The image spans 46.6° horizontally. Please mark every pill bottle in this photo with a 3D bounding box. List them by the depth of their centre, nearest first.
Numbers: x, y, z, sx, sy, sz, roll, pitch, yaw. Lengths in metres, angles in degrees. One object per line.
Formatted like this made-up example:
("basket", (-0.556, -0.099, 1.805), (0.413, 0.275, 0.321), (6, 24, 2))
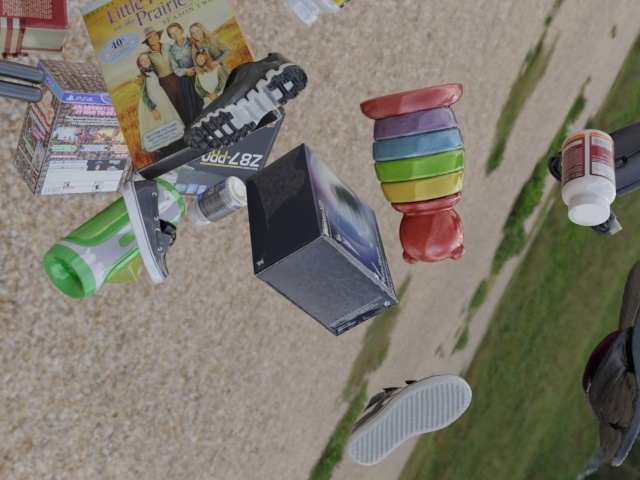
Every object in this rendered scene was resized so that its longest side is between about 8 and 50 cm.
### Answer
("pill bottle", (0.026, -0.449, 1.241), (0.184, 0.103, 0.103), (-39, 168, 17))
("pill bottle", (0.450, -0.105, 1.251), (0.086, 0.086, 0.152), (85, 15, -58))
("pill bottle", (-0.242, -0.089, 1.743), (0.137, 0.078, 0.078), (-27, 178, 26))

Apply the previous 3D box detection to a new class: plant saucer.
("plant saucer", (-0.596, 0.037, 2.046), (0.188, 0.188, 0.045), (-99, -168, -49))

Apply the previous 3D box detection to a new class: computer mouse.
("computer mouse", (0.591, -0.150, 1.403), (0.272, 0.188, 0.072), (-31, 169, -6))

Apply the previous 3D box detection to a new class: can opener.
("can opener", (-0.646, -0.306, 1.337), (0.280, 0.093, 0.074), (7, 92, -25))

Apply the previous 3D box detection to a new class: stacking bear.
("stacking bear", (0.171, -0.105, 1.247), (0.164, 0.175, 0.289), (-43, 123, -75))

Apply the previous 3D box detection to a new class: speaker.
("speaker", (-0.408, -0.011, 1.496), (0.296, 0.131, 0.131), (-46, 155, -42))

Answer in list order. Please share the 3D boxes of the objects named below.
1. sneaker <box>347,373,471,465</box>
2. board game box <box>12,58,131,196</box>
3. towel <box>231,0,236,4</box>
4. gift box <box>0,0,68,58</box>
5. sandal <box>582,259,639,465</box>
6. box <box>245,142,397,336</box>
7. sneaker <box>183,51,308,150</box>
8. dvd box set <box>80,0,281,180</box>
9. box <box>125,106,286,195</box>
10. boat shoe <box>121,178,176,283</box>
("sneaker", (0.197, 0.384, 1.702), (0.321, 0.126, 0.127), (-34, -168, 17))
("board game box", (-0.570, -0.264, 1.777), (0.232, 0.141, 0.291), (-7, 134, -46))
("towel", (-0.274, -0.679, 1.661), (0.237, 0.037, 0.329), (-26, 136, -42))
("gift box", (-0.673, -0.530, 1.542), (0.258, 0.276, 0.255), (-179, -89, -67))
("sandal", (0.633, 0.252, 1.599), (0.167, 0.107, 0.445), (87, 18, -75))
("box", (0.000, 0.000, 1.626), (0.183, 0.296, 0.294), (-32, 134, 21))
("sneaker", (-0.137, -0.241, 1.269), (0.234, 0.106, 0.078), (-34, 139, 4))
("dvd box set", (-0.294, -0.367, 1.524), (0.308, 0.420, 0.062), (-24, 161, 5))
("box", (-0.330, -0.279, 2.107), (0.395, 0.097, 0.318), (4, 127, -35))
("boat shoe", (-0.309, -0.018, 1.399), (0.076, 0.080, 0.228), (-15, 123, -9))
